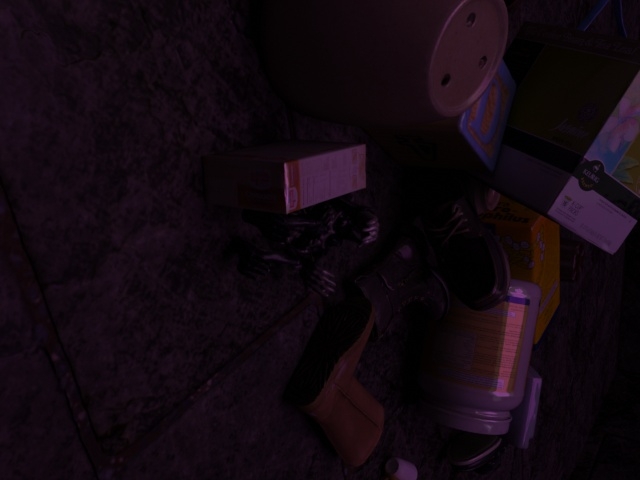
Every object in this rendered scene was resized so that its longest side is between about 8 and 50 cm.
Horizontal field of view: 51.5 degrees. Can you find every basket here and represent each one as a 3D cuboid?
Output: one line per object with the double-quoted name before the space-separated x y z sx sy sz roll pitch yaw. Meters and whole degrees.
"basket" 0.756 -0.534 1.887 0.289 0.201 0.255 -46 144 5

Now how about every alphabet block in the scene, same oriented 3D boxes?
"alphabet block" 0.218 -0.248 1.209 0.193 0.197 0.192 34 71 -53

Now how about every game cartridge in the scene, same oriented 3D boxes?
"game cartridge" 0.433 0.364 1.638 0.060 0.294 0.196 11 92 -17

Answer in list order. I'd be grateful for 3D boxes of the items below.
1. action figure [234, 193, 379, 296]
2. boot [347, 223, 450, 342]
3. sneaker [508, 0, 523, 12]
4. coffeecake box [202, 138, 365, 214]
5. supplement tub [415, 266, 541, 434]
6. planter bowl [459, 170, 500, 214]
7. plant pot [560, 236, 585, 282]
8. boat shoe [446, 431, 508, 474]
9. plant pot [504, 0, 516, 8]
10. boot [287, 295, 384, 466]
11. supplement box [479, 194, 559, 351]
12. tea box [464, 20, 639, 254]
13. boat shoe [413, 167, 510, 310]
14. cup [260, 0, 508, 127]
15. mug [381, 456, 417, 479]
"action figure" 0.000 0.000 0.996 0.275 0.141 0.164 -11 136 -52
"boot" 0.148 0.118 1.308 0.229 0.091 0.263 -49 125 -37
"sneaker" 0.501 -0.649 1.654 0.188 0.066 0.071 -57 157 -22
"coffeecake box" -0.046 -0.093 0.912 0.185 0.142 0.068 -22 115 -51
"supplement tub" 0.346 0.238 1.480 0.241 0.241 0.331 12 89 -56
"planter bowl" 0.343 -0.122 1.501 0.162 0.109 0.162 -18 112 -52
"plant pot" 0.709 0.053 2.029 0.167 0.165 0.167 -18 112 -53
"boat shoe" 0.437 0.573 1.802 0.340 0.127 0.113 -14 98 -63
"plant pot" 0.289 -0.575 1.252 0.215 0.215 0.230 56 39 -46
"boot" 0.059 0.260 1.214 0.236 0.089 0.269 -54 139 -18
"supplement box" 0.476 0.066 1.667 0.195 0.194 0.357 -41 130 -43
"tea box" 0.468 -0.205 1.254 0.220 0.329 0.324 23 103 -31
"boat shoe" 0.252 -0.021 1.290 0.130 0.132 0.355 33 30 -41
"cup" 0.116 -0.293 0.932 0.331 0.237 0.331 -28 135 -32
"mug" 0.170 0.514 1.457 0.064 0.062 0.078 46 54 -41
